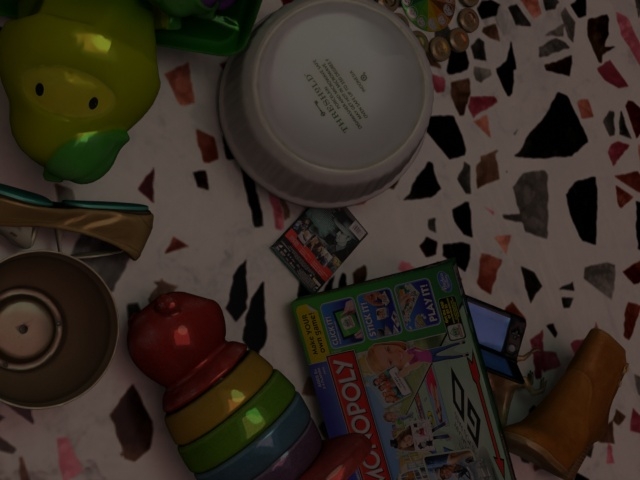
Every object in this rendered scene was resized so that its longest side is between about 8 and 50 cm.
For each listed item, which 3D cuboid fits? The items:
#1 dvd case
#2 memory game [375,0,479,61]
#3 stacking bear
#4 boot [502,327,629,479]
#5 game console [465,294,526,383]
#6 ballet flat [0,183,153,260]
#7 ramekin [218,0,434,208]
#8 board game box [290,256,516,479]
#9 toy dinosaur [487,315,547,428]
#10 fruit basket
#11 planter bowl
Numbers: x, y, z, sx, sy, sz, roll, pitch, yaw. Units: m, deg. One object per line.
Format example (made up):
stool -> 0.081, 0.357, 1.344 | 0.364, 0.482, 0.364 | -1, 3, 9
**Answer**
dvd case -> 0.000, 0.000, 1.242 | 0.087, 0.013, 0.119 | 49, 66, -17
memory game -> 0.158, -0.350, 1.366 | 0.186, 0.012, 0.186 | 3, 83, -29
stacking bear -> -0.108, 0.183, 1.089 | 0.164, 0.175, 0.289 | -40, 95, -34
boot -> 0.342, 0.215, 1.306 | 0.295, 0.104, 0.211 | 37, 77, -58
game console -> 0.229, 0.132, 1.305 | 0.122, 0.071, 0.107 | 22, 73, -6
ballet flat -> -0.298, -0.018, 1.043 | 0.232, 0.080, 0.073 | 9, 96, -27
ramekin -> 0.015, -0.177, 1.157 | 0.273, 0.127, 0.273 | 1, 86, -10
board game box -> 0.107, 0.201, 1.185 | 0.046, 0.213, 0.317 | -28, 102, -74
toy dinosaur -> 0.273, 0.202, 1.363 | 0.092, 0.053, 0.183 | 3, 76, -14
fruit basket -> -0.241, -0.261, 0.978 | 0.392, 0.283, 0.392 | 7, 65, -14
planter bowl -> -0.308, 0.095, 1.004 | 0.162, 0.109, 0.162 | 4, 83, -29
